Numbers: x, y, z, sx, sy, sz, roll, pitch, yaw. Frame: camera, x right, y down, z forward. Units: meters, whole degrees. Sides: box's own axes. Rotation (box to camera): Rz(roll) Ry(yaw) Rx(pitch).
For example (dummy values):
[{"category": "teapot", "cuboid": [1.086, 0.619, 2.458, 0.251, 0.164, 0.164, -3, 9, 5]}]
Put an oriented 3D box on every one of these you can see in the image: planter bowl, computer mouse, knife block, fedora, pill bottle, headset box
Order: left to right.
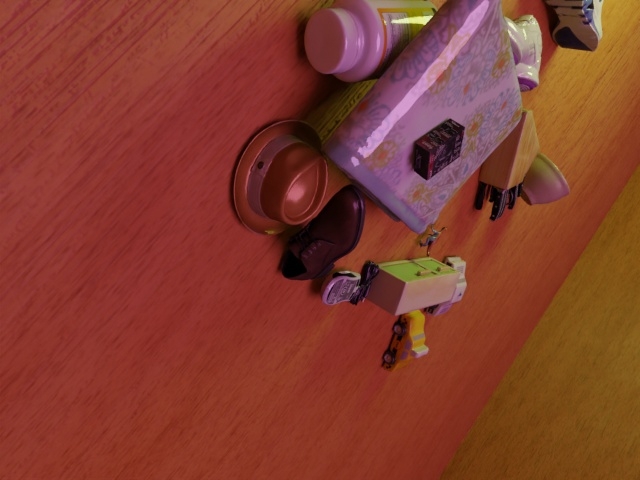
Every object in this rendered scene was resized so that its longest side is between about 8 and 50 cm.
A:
[{"category": "fedora", "cuboid": [-0.043, -0.088, 0.722, 0.194, 0.079, 0.195, -27, 131, -37]}, {"category": "computer mouse", "cuboid": [0.053, 0.092, 0.980, 0.193, 0.042, 0.106, 5, 113, -56]}, {"category": "pill bottle", "cuboid": [0.081, -0.304, 0.696, 0.214, 0.117, 0.117, -23, 129, -38]}, {"category": "headset box", "cuboid": [0.177, -0.136, 0.704, 0.083, 0.032, 0.062, -35, 147, -16]}, {"category": "knife block", "cuboid": [0.491, -0.195, 1.255, 0.242, 0.088, 0.275, -58, 143, -4]}, {"category": "planter bowl", "cuboid": [0.674, -0.177, 1.439, 0.109, 0.162, 0.162, -36, 144, 12]}]

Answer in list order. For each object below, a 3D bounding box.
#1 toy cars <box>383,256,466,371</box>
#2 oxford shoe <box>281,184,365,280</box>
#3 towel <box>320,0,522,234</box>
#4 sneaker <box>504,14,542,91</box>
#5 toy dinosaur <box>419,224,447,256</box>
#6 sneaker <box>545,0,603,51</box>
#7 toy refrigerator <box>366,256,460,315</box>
[{"category": "toy cars", "cuboid": [0.319, 0.220, 1.322, 0.394, 0.087, 0.176, -48, 141, -16]}, {"category": "oxford shoe", "cuboid": [0.000, 0.000, 0.772, 0.096, 0.083, 0.227, -12, 146, -40]}, {"category": "towel", "cuboid": [0.193, -0.188, 0.781, 0.321, 0.090, 0.374, -51, 149, 7]}, {"category": "sneaker", "cuboid": [0.411, -0.438, 1.018, 0.305, 0.114, 0.152, 5, 95, -54]}, {"category": "toy dinosaur", "cuboid": [0.291, -0.004, 1.170, 0.082, 0.090, 0.047, -21, 152, 0]}, {"category": "sneaker", "cuboid": [0.664, -0.627, 1.147, 0.315, 0.127, 0.182, 25, 95, -51]}, {"category": "toy refrigerator", "cuboid": [0.231, 0.102, 1.137, 0.269, 0.102, 0.094, -2, 114, -47]}]
